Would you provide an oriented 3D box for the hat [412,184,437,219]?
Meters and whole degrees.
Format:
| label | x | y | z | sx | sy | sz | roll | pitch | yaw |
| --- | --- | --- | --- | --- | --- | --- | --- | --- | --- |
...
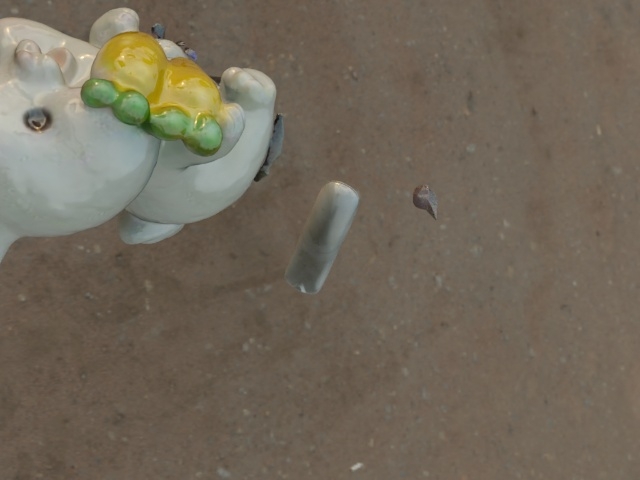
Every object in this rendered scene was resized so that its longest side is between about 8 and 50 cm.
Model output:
| label | x | y | z | sx | sy | sz | roll | pitch | yaw |
| --- | --- | --- | --- | --- | --- | --- | --- | --- | --- |
| hat | 0.219 | -0.078 | 1.663 | 0.087 | 0.042 | 0.058 | 58 | 31 | -42 |

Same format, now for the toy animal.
| label | x | y | z | sx | sy | sz | roll | pitch | yaw |
| --- | --- | --- | --- | --- | --- | --- | --- | --- | --- |
| toy animal | -0.189 | -0.079 | 0.636 | 0.183 | 0.247 | 0.310 | 55 | 37 | 8 |

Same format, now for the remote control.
| label | x | y | z | sx | sy | sz | roll | pitch | yaw |
| --- | --- | --- | --- | --- | --- | --- | --- | --- | --- |
| remote control | 0.000 | 0.000 | 1.355 | 0.073 | 0.229 | 0.044 | 25 | 30 | 1 |
